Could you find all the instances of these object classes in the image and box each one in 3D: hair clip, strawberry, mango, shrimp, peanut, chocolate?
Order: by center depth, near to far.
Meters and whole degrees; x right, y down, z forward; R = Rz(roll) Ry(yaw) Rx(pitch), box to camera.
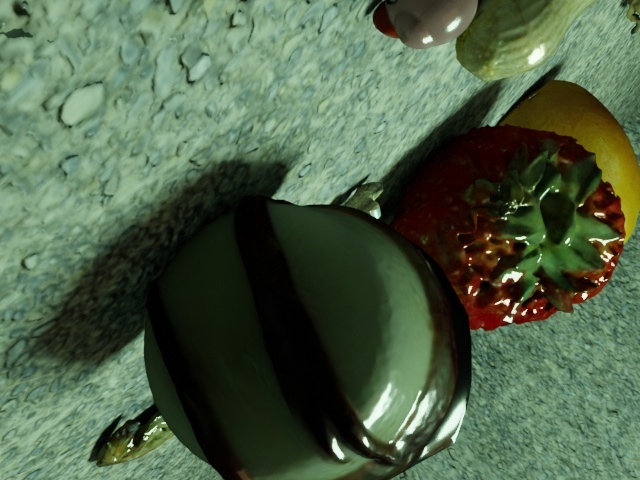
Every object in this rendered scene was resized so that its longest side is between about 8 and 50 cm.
[{"bbox_3d":[-0.025,0.098,0.910,0.283,0.283,0.186,-47,167,10],"label":"chocolate"},{"bbox_3d":[0.215,-0.231,1.019,0.207,0.087,0.087,-44,169,1],"label":"peanut"},{"bbox_3d":[0.001,0.006,1.187,0.214,0.062,0.056,-35,124,-35],"label":"hair clip"},{"bbox_3d":[-0.167,0.184,1.254,0.169,0.058,0.296,-29,164,-47],"label":"shrimp"},{"bbox_3d":[0.210,-0.020,1.448,0.312,0.267,0.351,-14,-168,-15],"label":"strawberry"},{"bbox_3d":[0.385,-0.109,1.620,0.187,0.257,0.138,-44,169,0],"label":"mango"}]

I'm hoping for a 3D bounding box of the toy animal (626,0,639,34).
[{"bbox_3d":[0.499,-0.369,1.595,0.086,0.069,0.219,-20,158,-10],"label":"toy animal"}]

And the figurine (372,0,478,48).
[{"bbox_3d":[0.082,-0.178,0.786,0.083,0.067,0.071,-62,-173,6],"label":"figurine"}]
